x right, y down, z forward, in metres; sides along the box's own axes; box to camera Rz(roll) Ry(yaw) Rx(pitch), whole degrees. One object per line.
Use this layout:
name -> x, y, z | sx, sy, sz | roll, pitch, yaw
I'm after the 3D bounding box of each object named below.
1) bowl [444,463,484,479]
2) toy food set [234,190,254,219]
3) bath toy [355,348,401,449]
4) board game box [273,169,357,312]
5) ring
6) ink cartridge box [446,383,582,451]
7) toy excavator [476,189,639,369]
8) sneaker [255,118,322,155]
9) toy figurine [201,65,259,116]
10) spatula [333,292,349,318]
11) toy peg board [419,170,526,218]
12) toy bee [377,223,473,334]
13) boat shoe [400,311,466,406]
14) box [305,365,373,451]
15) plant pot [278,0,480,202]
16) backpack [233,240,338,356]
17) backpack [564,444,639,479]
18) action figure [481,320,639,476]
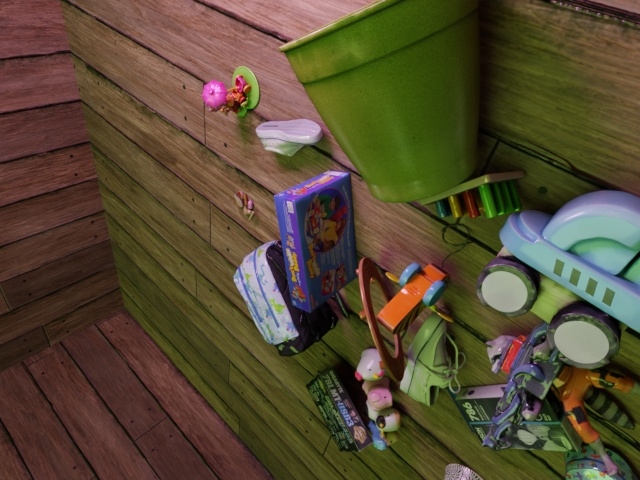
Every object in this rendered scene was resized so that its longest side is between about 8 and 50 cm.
bowl -> 0.468, 0.829, 1.345 | 0.170, 0.080, 0.170 | 26, 131, 34
toy food set -> -0.285, -0.142, 1.571 | 0.122, 0.019, 0.078 | 58, 141, 13
bath toy -> 0.195, 0.541, 1.411 | 0.151, 0.129, 0.349 | 8, 118, 43
board game box -> 0.000, 0.000, 1.196 | 0.078, 0.233, 0.348 | 16, 124, 39
ring -> 0.160, 0.209, 1.109 | 0.032, 0.336, 0.337 | -18, 102, 16
ink cartridge box -> 0.495, 0.476, 1.113 | 0.165, 0.065, 0.332 | 58, 141, 1
toy excavator -> 0.551, 0.006, 0.675 | 0.432, 0.222, 0.446 | 36, 126, 24
sneaker -> -0.084, -0.302, 1.225 | 0.258, 0.094, 0.091 | 19, 144, 43
toy figurine -> -0.298, -0.447, 1.285 | 0.130, 0.159, 0.173 | 51, 140, 9
spatula -> 0.021, 0.139, 1.416 | 0.297, 0.030, 0.084 | 58, 140, 2
toy peg board -> 0.324, -0.078, 0.858 | 0.160, 0.161, 0.079 | -20, 83, 49
toy bee -> 0.276, 0.125, 1.036 | 0.195, 0.298, 0.162 | 63, -173, 32
boat shoe -> 0.329, 0.357, 1.154 | 0.156, 0.135, 0.367 | 31, 135, 30
box -> 0.061, 0.649, 1.569 | 0.296, 0.073, 0.293 | 58, 155, 19
plant pot -> 0.157, -0.280, 0.812 | 0.366, 0.366, 0.353 | 3, 128, 45
backpack -> -0.131, 0.179, 1.409 | 0.273, 0.290, 0.356 | -16, 96, 30
backpack -> 0.661, 0.580, 0.965 | 0.173, 0.116, 0.158 | 57, 139, 7
action figure -> 0.514, 0.349, 0.928 | 0.330, 0.178, 0.342 | 37, 107, 32
